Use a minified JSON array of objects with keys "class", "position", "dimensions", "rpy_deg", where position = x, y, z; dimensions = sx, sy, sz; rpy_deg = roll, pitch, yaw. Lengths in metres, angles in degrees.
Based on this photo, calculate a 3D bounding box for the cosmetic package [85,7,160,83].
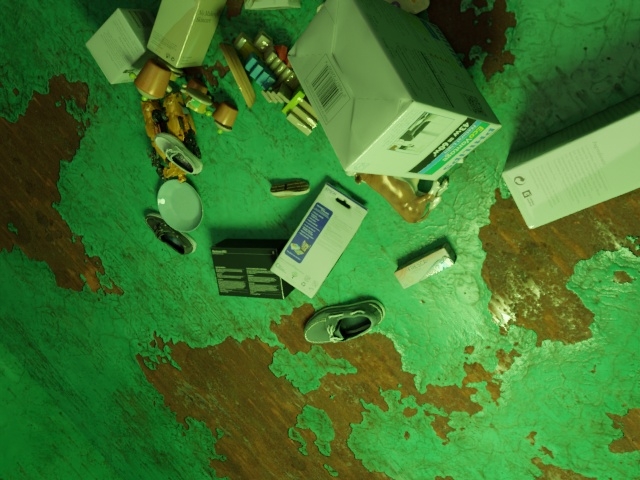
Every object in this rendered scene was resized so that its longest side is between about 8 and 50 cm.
[{"class":"cosmetic package","position":[-0.605,-0.617,1.667],"dimensions":[0.183,0.151,0.151],"rpy_deg":[-28,97,30]}]

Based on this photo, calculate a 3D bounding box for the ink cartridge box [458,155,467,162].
[{"class":"ink cartridge box","position":[0.348,-0.288,1.410],"dimensions":[0.089,0.092,0.143],"rpy_deg":[5,110,23]}]

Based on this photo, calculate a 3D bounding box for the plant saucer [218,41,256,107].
[{"class":"plant saucer","position":[-0.239,-0.490,1.545],"dimensions":[0.037,0.200,0.200],"rpy_deg":[-26,99,0]}]

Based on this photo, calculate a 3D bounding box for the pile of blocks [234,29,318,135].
[{"class":"pile of blocks","position":[-0.111,-0.477,1.507],"dimensions":[0.112,0.149,0.362],"rpy_deg":[-41,90,29]}]

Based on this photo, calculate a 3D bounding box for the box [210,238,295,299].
[{"class":"box","position":[-0.232,0.094,1.801],"dimensions":[0.261,0.103,0.184],"rpy_deg":[1,112,24]}]

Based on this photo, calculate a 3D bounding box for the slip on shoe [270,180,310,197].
[{"class":"slip on shoe","position":[-0.095,-0.159,1.683],"dimensions":[0.135,0.051,0.041],"rpy_deg":[-6,147,17]}]

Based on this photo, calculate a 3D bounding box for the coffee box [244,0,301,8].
[{"class":"coffee box","position":[-0.137,-0.769,1.435],"dimensions":[0.141,0.098,0.247],"rpy_deg":[7,112,21]}]

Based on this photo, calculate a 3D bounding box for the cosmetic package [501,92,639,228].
[{"class":"cosmetic package","position":[0.677,-0.211,1.219],"dimensions":[0.453,0.230,0.162],"rpy_deg":[-25,98,30]}]

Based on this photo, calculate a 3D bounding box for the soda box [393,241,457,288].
[{"class":"soda box","position":[0.315,0.076,1.581],"dimensions":[0.183,0.058,0.063],"rpy_deg":[-31,95,30]}]

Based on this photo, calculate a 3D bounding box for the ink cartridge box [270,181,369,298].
[{"class":"ink cartridge box","position":[0.000,0.000,1.646],"dimensions":[0.165,0.065,0.333],"rpy_deg":[35,96,8]}]

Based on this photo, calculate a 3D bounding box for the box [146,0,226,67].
[{"class":"box","position":[-0.381,-0.684,1.549],"dimensions":[0.121,0.148,0.311],"rpy_deg":[36,120,6]}]

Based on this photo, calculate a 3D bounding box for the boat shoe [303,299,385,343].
[{"class":"boat shoe","position":[0.062,0.283,1.746],"dimensions":[0.319,0.099,0.116],"rpy_deg":[-22,100,29]}]

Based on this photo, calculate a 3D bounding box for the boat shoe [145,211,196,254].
[{"class":"boat shoe","position":[-0.562,-0.020,1.916],"dimensions":[0.228,0.076,0.080],"rpy_deg":[38,119,6]}]

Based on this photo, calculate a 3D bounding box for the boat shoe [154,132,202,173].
[{"class":"boat shoe","position":[-0.467,-0.278,1.690],"dimensions":[0.184,0.063,0.066],"rpy_deg":[44,112,-4]}]

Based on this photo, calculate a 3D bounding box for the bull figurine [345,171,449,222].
[{"class":"bull figurine","position":[0.214,-0.177,1.473],"dimensions":[0.188,0.101,0.310],"rpy_deg":[-35,117,30]}]

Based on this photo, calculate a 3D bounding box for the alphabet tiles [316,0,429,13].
[{"class":"alphabet tiles","position":[0.135,-0.616,1.380],"dimensions":[0.284,0.021,0.278],"rpy_deg":[-18,119,32]}]

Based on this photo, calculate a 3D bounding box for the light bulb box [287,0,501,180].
[{"class":"light bulb box","position":[0.174,-0.353,1.232],"dimensions":[0.225,0.361,0.358],"rpy_deg":[-41,62,38]}]

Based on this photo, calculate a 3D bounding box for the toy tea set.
[{"class":"toy tea set","position":[-0.424,-0.437,1.633],"dimensions":[0.336,0.200,0.124],"rpy_deg":[36,111,1]}]

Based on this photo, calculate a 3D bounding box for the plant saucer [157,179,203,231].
[{"class":"plant saucer","position":[-0.491,-0.126,1.868],"dimensions":[0.195,0.037,0.195],"rpy_deg":[8,112,21]}]

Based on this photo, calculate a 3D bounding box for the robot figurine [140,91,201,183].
[{"class":"robot figurine","position":[-0.493,-0.338,1.762],"dimensions":[0.211,0.085,0.291],"rpy_deg":[-5,106,25]}]
